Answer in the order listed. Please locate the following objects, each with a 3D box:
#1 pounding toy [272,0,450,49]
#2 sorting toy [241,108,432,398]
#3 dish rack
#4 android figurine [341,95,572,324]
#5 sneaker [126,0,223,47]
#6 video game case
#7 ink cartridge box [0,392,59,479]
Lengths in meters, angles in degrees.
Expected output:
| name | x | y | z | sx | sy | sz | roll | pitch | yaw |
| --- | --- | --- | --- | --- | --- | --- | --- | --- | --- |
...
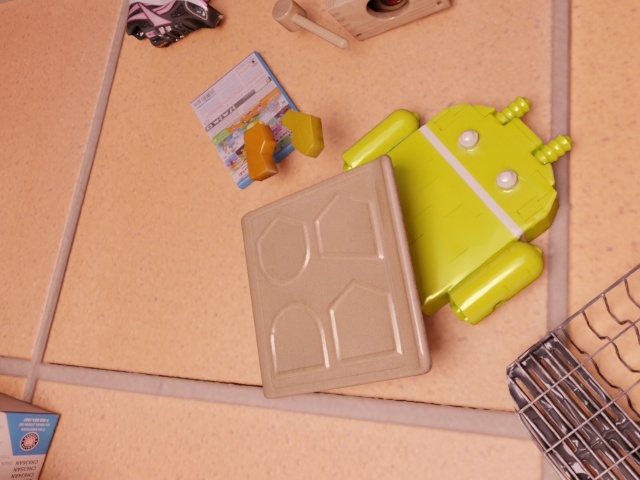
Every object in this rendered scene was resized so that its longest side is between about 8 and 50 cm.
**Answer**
| name | x | y | z | sx | sy | sz | roll | pitch | yaw |
| --- | --- | --- | --- | --- | --- | --- | --- | --- | --- |
| pounding toy | 0.048 | -0.301 | 0.743 | 0.206 | 0.094 | 0.180 | -12 | 73 | 30 |
| sorting toy | 0.000 | 0.000 | 0.636 | 0.229 | 0.041 | 0.307 | -21 | 72 | 39 |
| dish rack | 0.306 | 0.111 | 0.495 | 0.271 | 0.074 | 0.208 | -41 | 60 | 8 |
| android figurine | 0.129 | -0.038 | 0.633 | 0.273 | 0.056 | 0.248 | -38 | 61 | 10 |
| sneaker | -0.220 | -0.320 | 0.888 | 0.178 | 0.072 | 0.077 | 18 | 93 | 36 |
| video game case | -0.095 | -0.163 | 0.799 | 0.119 | 0.015 | 0.166 | -36 | 62 | 8 |
| ink cartridge box | -0.469 | 0.300 | 0.718 | 0.168 | 0.171 | 0.232 | 9 | 77 | 27 |
